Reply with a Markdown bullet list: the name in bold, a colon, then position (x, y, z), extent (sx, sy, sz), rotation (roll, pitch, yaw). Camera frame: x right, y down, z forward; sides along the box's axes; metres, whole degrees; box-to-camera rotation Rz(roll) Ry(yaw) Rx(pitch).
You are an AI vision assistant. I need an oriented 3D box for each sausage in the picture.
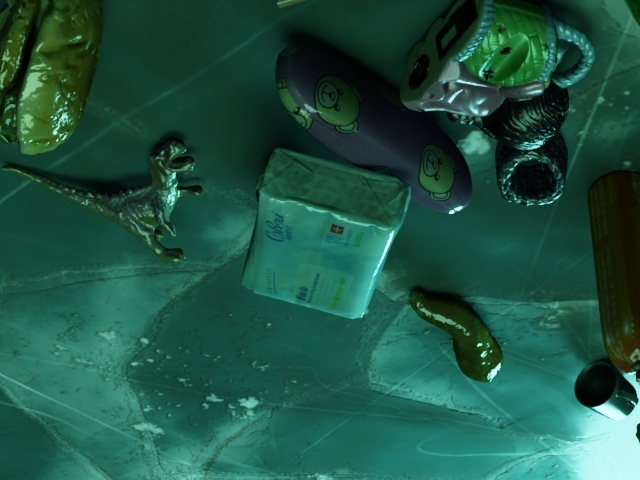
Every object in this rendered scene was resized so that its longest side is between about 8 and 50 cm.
- **sausage**: position (0.401, 0.055, 1.793), extent (0.093, 0.312, 0.093), rotation (2, 142, 2)

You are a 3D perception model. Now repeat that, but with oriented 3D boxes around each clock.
- **clock**: position (0.221, -0.198, 1.648), extent (0.196, 0.100, 0.194), rotation (21, 136, -25)

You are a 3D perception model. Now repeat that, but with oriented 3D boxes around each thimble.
- **thimble**: position (0.274, -0.098, 1.798), extent (0.095, 0.066, 0.104), rotation (10, 140, -7)

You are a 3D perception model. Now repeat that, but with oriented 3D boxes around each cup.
- **cup**: position (0.466, 0.245, 2.212), extent (0.077, 0.078, 0.100), rotation (33, 169, -39)

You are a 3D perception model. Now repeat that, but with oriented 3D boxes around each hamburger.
- **hamburger**: position (-0.308, -0.215, 1.606), extent (0.135, 0.155, 0.207), rotation (15, 133, -24)

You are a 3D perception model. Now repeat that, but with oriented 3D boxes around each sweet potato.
- **sweet potato**: position (0.217, 0.144, 2.115), extent (0.081, 0.062, 0.233), rotation (-18, 135, 25)

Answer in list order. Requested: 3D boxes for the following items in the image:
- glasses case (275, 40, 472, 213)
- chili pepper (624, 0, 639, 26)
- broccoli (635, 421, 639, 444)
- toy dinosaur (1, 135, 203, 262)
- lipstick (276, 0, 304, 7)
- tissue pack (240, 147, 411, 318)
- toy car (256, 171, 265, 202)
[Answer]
- **glasses case**: position (0.070, -0.136, 1.707), extent (0.316, 0.123, 0.076), rotation (30, 127, -32)
- **chili pepper**: position (0.353, -0.330, 1.420), extent (0.167, 0.213, 0.385), rotation (27, 158, 43)
- **broccoli**: position (0.657, 0.299, 2.197), extent (0.295, 0.265, 0.245), rotation (12, 176, -4)
- **toy dinosaur**: position (-0.269, -0.056, 1.881), extent (0.251, 0.072, 0.199), rotation (-3, 133, 25)
- **lipstick**: position (-0.006, -0.288, 1.600), extent (0.094, 0.019, 0.019), rotation (-14, 139, 18)
- **tissue pack**: position (0.000, 0.000, 1.754), extent (0.177, 0.089, 0.263), rotation (15, 150, -1)
- **toy car**: position (-0.009, -0.031, 1.881), extent (0.090, 0.076, 0.224), rotation (-10, 135, 21)
